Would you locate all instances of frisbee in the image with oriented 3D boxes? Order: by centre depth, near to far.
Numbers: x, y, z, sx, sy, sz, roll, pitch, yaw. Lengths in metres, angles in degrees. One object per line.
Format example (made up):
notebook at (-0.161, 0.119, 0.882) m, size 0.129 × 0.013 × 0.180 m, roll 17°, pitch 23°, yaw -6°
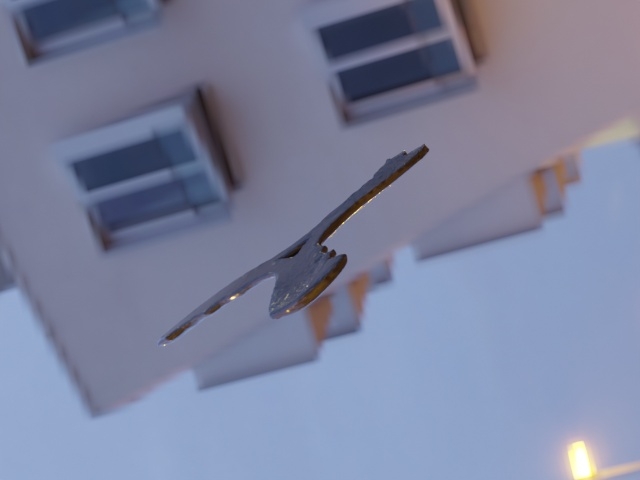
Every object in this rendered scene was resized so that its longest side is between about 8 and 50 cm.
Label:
frisbee at (0.000, 0.000, 1.169) m, size 0.012 × 0.187 × 0.211 m, roll 53°, pitch 158°, yaw -10°
